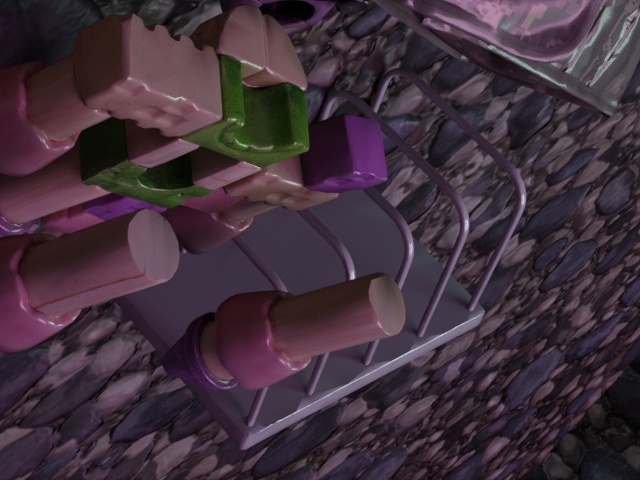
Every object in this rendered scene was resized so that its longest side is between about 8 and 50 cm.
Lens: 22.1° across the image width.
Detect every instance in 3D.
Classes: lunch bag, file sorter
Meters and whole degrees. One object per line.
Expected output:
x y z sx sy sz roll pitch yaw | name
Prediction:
0.152 -0.236 1.138 0.287 0.169 0.235 14 100 -62 | lunch bag
0.000 0.000 1.345 0.277 0.193 0.173 -25 149 -36 | file sorter

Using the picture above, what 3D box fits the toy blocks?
-0.133 -0.062 1.054 0.260 0.309 0.288 -17 159 34 | toy blocks
